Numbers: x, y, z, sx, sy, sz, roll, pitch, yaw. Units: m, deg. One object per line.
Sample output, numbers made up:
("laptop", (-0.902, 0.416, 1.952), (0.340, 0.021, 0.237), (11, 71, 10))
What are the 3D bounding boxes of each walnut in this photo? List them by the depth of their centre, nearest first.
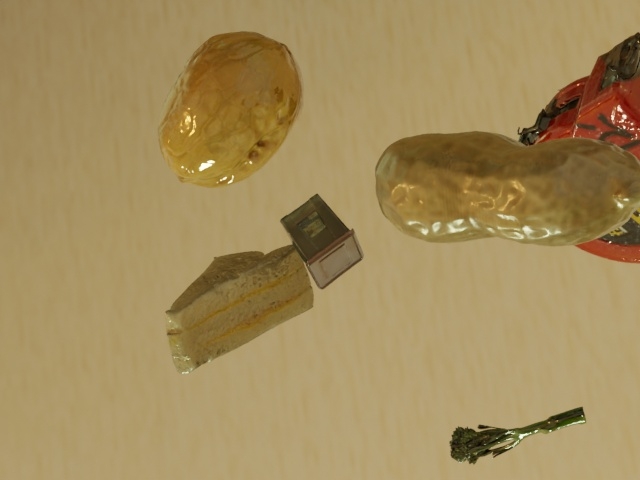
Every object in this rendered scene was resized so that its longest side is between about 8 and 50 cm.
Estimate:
("walnut", (-0.108, -0.153, 2.007), (0.207, 0.159, 0.159), (-52, 146, 8))

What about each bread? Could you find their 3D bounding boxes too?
("bread", (-0.083, 0.071, 1.721), (0.105, 0.077, 0.152), (-5, -156, 21))

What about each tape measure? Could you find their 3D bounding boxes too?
("tape measure", (0.351, -0.091, 1.914), (0.253, 0.114, 0.260), (39, 141, -16))

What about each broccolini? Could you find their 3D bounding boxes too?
("broccolini", (0.183, 0.175, 1.567), (0.140, 0.035, 0.030), (-22, 135, 25))

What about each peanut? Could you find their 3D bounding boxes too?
("peanut", (0.142, -0.041, 1.283), (0.227, 0.086, 0.104), (5, -154, 33))

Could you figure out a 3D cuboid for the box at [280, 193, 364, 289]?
("box", (0.000, 0.000, 1.701), (0.060, 0.063, 0.085), (-38, 159, -4))
